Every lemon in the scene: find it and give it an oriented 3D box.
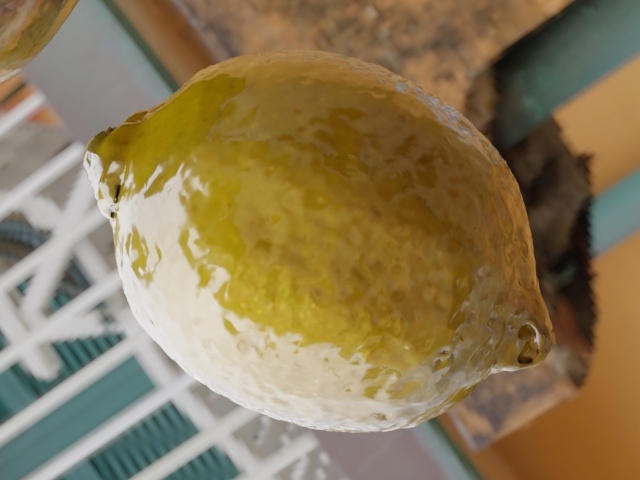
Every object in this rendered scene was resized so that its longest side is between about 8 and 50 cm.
[{"bbox_3d":[0.000,0.000,0.938,0.257,0.188,0.188,26,-162,6],"label":"lemon"}]

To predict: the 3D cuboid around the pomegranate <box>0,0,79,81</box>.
[{"bbox_3d":[-0.306,-0.248,1.020,0.416,0.417,0.416,47,-160,-23],"label":"pomegranate"}]
